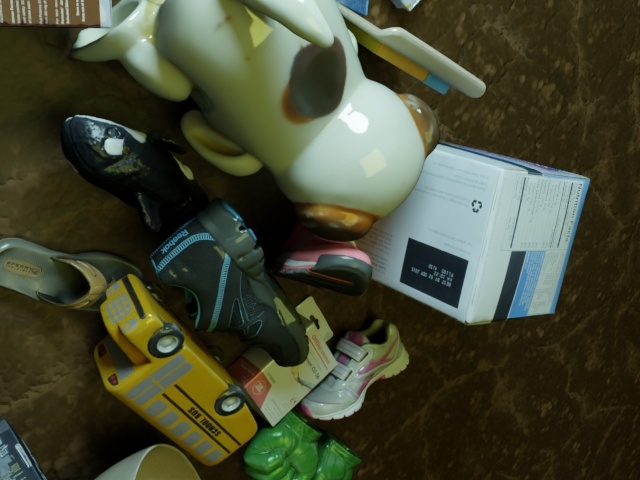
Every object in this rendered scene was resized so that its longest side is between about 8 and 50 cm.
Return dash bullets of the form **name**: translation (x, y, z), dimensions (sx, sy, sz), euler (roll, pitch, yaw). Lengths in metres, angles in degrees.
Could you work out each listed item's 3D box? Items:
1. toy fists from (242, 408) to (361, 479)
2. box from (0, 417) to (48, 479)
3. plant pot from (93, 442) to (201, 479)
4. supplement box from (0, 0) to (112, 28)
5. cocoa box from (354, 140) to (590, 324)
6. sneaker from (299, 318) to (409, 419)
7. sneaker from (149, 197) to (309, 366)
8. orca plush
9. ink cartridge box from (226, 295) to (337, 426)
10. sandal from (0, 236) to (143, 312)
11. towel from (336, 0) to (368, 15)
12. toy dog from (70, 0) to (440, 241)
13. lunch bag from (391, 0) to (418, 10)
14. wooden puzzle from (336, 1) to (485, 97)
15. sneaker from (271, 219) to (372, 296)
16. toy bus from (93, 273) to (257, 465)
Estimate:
- **toy fists**: translation (-0.031, 0.410, 1.322), dimensions (0.142, 0.096, 0.279), euler (-51, 136, -6)
- **box**: translation (-0.472, 0.418, 0.822), dimensions (0.394, 0.318, 0.097), euler (-35, 125, -25)
- **plant pot**: translation (-0.286, 0.462, 1.055), dimensions (0.190, 0.284, 0.284), euler (-19, 126, 9)
- **supplement box**: translation (-0.355, -0.261, 0.759), dimensions (0.239, 0.130, 0.073), euler (-10, 112, -30)
- **cocoa box**: translation (0.201, -0.036, 1.171), dimensions (0.227, 0.347, 0.232), euler (0, 106, -40)
- **sneaker**: translation (0.054, 0.225, 1.330), dimensions (0.252, 0.102, 0.111), euler (-34, 125, -35)
- **sneaker**: translation (-0.124, 0.087, 1.068), dimensions (0.139, 0.125, 0.341), euler (-34, 132, -7)
- **orca plush**: translation (-0.228, -0.048, 0.947), dimensions (0.287, 0.151, 0.102), euler (66, 18, -63)
- **ink cartridge box**: translation (-0.049, 0.203, 1.249), dimensions (0.198, 0.067, 0.115), euler (-42, 128, -19)
- **sandal**: translation (-0.331, 0.050, 0.962), dimensions (0.219, 0.060, 0.090), euler (23, 92, -43)
- **towel**: translation (0.058, -0.410, 1.120), dimensions (0.067, 0.029, 0.120), euler (11, 100, -41)
- **toy dog**: translation (-0.024, -0.197, 0.909), dimensions (0.408, 0.395, 0.285), euler (46, 68, -32)
- **lunch bag**: translation (0.140, -0.423, 1.167), dimensions (0.083, 0.053, 0.071), euler (-50, 129, 0)
- **wooden puzzle**: translation (0.098, -0.283, 1.064), dimensions (0.220, 0.238, 0.044), euler (18, 107, -42)
- **sneaker**: translation (-0.001, 0.000, 1.081), dimensions (0.115, 0.314, 0.136), euler (17, 86, -14)
- **toy bus**: translation (-0.210, 0.195, 1.053), dimensions (0.130, 0.108, 0.333), euler (-36, 135, -3)
